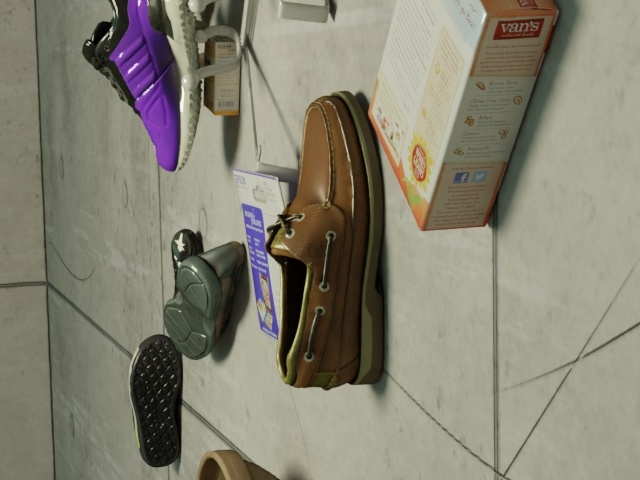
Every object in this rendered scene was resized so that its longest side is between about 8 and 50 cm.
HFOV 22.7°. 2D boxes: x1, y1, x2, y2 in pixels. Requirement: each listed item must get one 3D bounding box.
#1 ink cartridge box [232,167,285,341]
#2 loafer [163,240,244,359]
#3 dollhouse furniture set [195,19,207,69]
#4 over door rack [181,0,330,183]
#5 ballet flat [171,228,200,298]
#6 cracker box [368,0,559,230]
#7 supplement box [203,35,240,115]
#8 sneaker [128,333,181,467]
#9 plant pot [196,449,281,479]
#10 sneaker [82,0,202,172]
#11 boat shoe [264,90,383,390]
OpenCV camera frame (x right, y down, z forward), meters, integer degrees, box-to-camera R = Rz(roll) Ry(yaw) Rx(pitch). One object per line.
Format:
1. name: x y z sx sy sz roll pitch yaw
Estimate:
1. ink cartridge box: -0.041 0.019 1.821 0.206 0.045 0.208 -160 59 -72
2. loafer: -0.152 0.085 2.202 0.096 0.084 0.267 48 155 12
3. dollhouse furniture set: -0.183 -0.373 2.157 0.242 0.161 0.212 73 -177 -60
4. over door rack: -0.093 -0.256 1.871 0.324 0.108 0.240 -114 26 -47
5. ballet flat: -0.189 0.069 2.352 0.049 0.057 0.173 -4 -88 -67
6. cracker box: 0.112 -0.143 1.318 0.232 0.067 0.156 103 155 -44
7. supplement box: -0.131 -0.220 2.109 0.062 0.036 0.098 -137 46 -65
8. sneaker: -0.274 0.253 2.564 0.097 0.084 0.235 -131 41 -64
9. plant pot: -0.074 0.366 1.921 0.237 0.109 0.237 176 90 -72
10. sneaker: -0.235 -0.228 2.078 0.102 0.146 0.293 -83 -7 -58
11. boat shoe: 0.000 0.000 1.629 0.110 0.104 0.307 167 99 -72
